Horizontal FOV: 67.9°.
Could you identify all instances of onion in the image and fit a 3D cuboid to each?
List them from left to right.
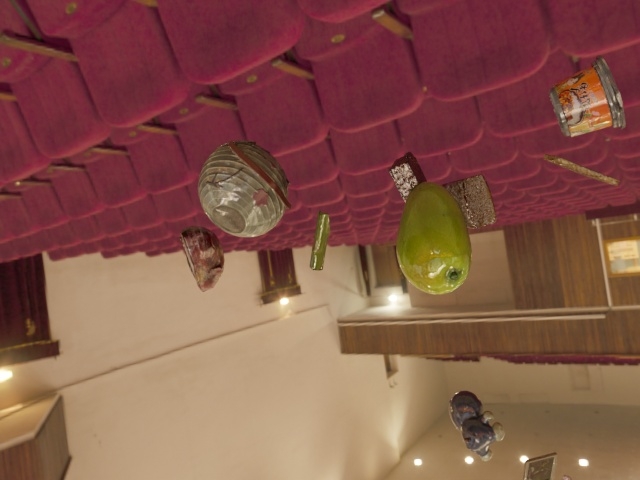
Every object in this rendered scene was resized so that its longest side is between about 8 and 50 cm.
[{"bbox_3d":[-0.320,0.036,1.314,0.098,0.151,0.206,-20,141,-18],"label":"onion"}]

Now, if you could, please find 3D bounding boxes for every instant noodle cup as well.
[{"bbox_3d":[0.617,-0.324,1.117,0.125,0.177,0.208,-18,-179,28],"label":"instant noodle cup"}]

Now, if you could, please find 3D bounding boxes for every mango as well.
[{"bbox_3d":[0.273,-0.018,1.188,0.156,0.343,0.192,25,132,-22],"label":"mango"}]

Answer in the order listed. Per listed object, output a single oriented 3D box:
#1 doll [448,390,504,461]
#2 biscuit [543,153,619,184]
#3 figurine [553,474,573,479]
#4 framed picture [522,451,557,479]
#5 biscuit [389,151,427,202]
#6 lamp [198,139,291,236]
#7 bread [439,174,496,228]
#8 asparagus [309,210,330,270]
[{"bbox_3d":[0.635,0.759,1.991,0.154,0.228,0.258,6,-149,-10],"label":"doll"},{"bbox_3d":[0.882,-0.242,1.619,0.231,0.025,0.131,21,-165,0],"label":"biscuit"},{"bbox_3d":[0.748,0.832,1.489,0.144,0.256,0.182,19,-121,47],"label":"figurine"},{"bbox_3d":[0.436,0.458,0.947,0.066,0.089,0.006,-12,-148,-4],"label":"framed picture"},{"bbox_3d":[0.334,-0.093,1.509,0.073,0.388,0.107,-21,-162,27],"label":"biscuit"},{"bbox_3d":[-0.196,-0.137,1.230,0.233,0.233,0.265,-9,138,33],"label":"lamp"},{"bbox_3d":[0.466,-0.123,1.619,0.113,0.165,0.416,-20,-178,-1],"label":"bread"},{"bbox_3d":[0.000,0.000,1.327,0.045,0.178,0.041,-1,-154,-22],"label":"asparagus"}]
